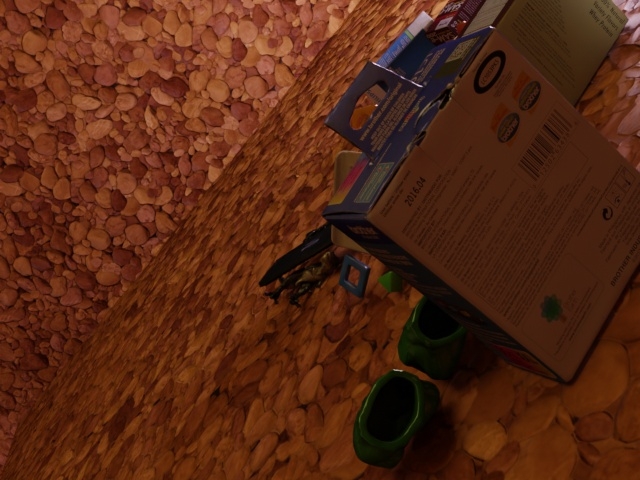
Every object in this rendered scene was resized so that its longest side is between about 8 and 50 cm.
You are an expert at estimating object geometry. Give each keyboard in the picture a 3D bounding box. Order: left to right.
[{"bbox_3d":[0.000,0.000,1.764,0.317,0.033,0.201,-31,13,36],"label":"keyboard"}]

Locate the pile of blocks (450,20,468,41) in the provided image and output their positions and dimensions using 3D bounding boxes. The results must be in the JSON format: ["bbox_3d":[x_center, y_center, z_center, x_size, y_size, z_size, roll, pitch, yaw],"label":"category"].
[{"bbox_3d":[0.325,-0.387,1.601,0.149,0.113,0.362,-26,27,29],"label":"pile of blocks"}]

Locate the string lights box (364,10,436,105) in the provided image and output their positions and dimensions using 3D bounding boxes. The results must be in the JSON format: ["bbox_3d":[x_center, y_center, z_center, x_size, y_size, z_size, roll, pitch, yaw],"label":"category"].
[{"bbox_3d":[0.221,-0.487,2.111,0.260,0.076,0.133,-46,20,17],"label":"string lights box"}]

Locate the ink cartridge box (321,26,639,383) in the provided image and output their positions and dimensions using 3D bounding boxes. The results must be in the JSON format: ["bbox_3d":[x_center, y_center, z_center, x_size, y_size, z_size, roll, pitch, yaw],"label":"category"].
[{"bbox_3d":[0.192,-0.057,0.937,0.270,0.395,0.151,-55,20,-11],"label":"ink cartridge box"}]

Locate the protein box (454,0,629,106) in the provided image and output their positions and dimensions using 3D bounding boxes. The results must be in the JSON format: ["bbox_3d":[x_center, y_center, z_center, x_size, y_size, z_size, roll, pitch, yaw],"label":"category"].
[{"bbox_3d":[0.376,-0.357,1.348,0.201,0.199,0.136,-56,20,-11],"label":"protein box"}]

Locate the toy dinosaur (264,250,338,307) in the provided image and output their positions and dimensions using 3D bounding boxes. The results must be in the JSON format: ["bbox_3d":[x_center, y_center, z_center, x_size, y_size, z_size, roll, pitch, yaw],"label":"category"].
[{"bbox_3d":[-0.052,0.095,1.727,0.118,0.064,0.268,-47,13,-33],"label":"toy dinosaur"}]

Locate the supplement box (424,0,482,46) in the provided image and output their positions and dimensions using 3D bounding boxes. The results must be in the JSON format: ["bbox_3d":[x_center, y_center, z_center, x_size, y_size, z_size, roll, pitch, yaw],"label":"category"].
[{"bbox_3d":[0.376,-0.595,1.961,0.239,0.073,0.130,-55,19,-7],"label":"supplement box"}]

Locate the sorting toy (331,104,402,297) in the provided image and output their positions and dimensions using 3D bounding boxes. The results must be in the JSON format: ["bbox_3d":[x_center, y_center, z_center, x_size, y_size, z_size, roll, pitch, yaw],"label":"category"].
[{"bbox_3d":[0.103,-0.066,1.400,0.196,0.047,0.348,14,105,47],"label":"sorting toy"}]

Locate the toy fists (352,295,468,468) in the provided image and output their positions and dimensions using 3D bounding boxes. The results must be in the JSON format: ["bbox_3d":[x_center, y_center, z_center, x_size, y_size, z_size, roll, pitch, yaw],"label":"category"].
[{"bbox_3d":[0.132,0.180,1.067,0.279,0.096,0.142,-60,-6,-18],"label":"toy fists"}]
